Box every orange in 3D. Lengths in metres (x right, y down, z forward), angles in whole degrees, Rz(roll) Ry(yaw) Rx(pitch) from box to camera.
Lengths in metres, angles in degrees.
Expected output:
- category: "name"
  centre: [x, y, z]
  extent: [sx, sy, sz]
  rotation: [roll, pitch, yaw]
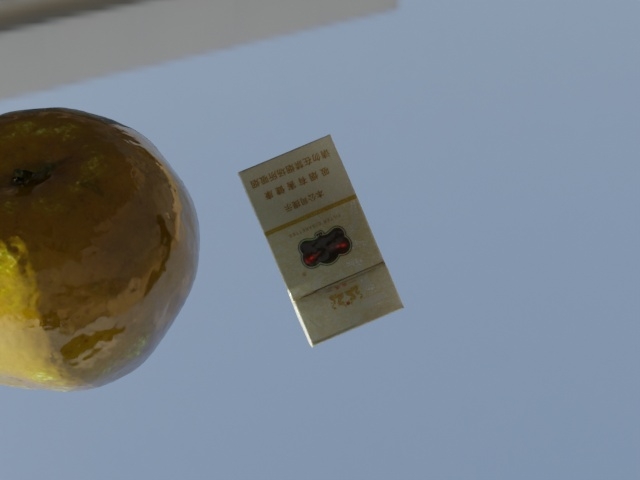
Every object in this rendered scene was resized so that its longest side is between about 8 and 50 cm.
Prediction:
- category: "orange"
  centre: [-0.245, 0.013, 1.622]
  extent: [0.279, 0.235, 0.279]
  rotation: [-2, -132, 2]

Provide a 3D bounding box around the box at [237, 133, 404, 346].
- category: "box"
  centre: [0.000, 0.000, 1.559]
  extent: [0.090, 0.167, 0.024]
  rotation: [-23, 180, -4]
